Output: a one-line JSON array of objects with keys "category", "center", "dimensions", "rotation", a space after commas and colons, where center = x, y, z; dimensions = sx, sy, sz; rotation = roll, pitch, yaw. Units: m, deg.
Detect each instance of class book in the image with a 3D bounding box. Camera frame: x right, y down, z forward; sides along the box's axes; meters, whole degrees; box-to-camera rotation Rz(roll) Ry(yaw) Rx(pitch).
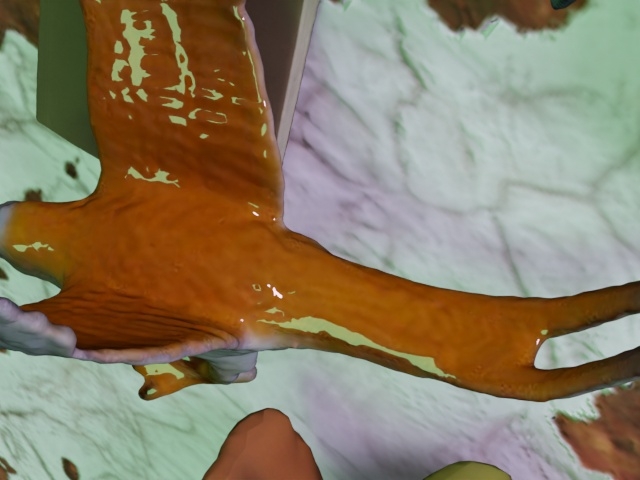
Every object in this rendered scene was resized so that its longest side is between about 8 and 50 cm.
[{"category": "book", "center": [-0.069, -0.094, 0.663], "dimensions": [0.138, 0.016, 0.198], "rotation": [31, 140, 14]}]

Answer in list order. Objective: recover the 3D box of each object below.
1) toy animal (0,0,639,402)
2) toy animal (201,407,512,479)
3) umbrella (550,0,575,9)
[{"category": "toy animal", "center": [-0.007, 0.007, 0.624], "dimensions": [0.284, 0.225, 0.302], "rotation": [24, 157, -3]}, {"category": "toy animal", "center": [0.078, 0.227, 0.694], "dimensions": [0.338, 0.191, 0.216], "rotation": [19, 135, 27]}, {"category": "umbrella", "center": [0.076, -0.168, 0.431], "dimensions": [0.080, 0.071, 0.224], "rotation": [9, 132, -3]}]
